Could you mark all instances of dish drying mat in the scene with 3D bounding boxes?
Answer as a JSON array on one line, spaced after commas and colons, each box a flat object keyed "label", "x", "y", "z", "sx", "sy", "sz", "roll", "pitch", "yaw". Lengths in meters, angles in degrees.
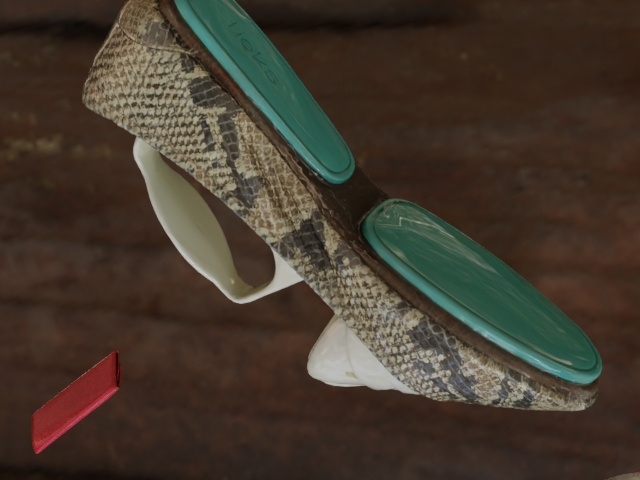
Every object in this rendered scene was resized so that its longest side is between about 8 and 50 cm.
[{"label": "dish drying mat", "x": -0.154, "y": 0.103, "z": 1.108, "sx": 0.083, "sy": 0.008, "sz": 0.032, "roll": -37, "pitch": -142, "yaw": 28}]

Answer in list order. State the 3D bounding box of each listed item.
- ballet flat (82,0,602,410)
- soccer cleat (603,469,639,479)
[{"label": "ballet flat", "x": 0.000, "y": 0.000, "z": 1.399, "sx": 0.182, "sy": 0.483, "sz": 0.164, "roll": -49, "pitch": 175, "yaw": 24}, {"label": "soccer cleat", "x": 0.105, "y": 0.167, "z": 0.766, "sx": 0.331, "sy": 0.116, "sz": 0.143, "roll": -8, "pitch": 172, "yaw": -15}]
